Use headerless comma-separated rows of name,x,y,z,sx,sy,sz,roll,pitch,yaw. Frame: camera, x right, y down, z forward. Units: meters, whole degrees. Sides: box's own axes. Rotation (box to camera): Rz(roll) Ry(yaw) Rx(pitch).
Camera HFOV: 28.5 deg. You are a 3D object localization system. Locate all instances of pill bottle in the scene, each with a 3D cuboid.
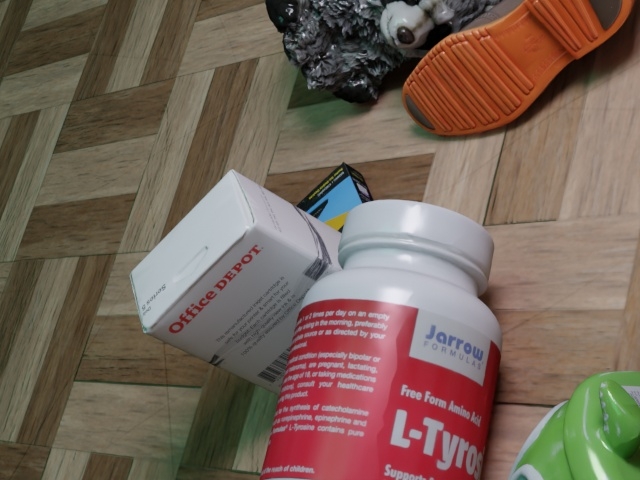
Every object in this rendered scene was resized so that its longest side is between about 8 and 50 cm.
pill bottle,0.070,0.176,1.357,0.229,0.229,0.408,-9,61,45

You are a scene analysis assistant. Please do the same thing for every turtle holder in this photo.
turtle holder,0.296,0.277,1.078,0.320,0.243,0.227,46,124,11

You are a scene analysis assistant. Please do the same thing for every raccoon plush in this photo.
raccoon plush,0.094,-0.400,1.742,0.299,0.216,0.446,-24,50,27

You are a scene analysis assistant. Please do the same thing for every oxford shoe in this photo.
oxford shoe,0.251,-0.244,1.552,0.363,0.130,0.133,-29,14,42

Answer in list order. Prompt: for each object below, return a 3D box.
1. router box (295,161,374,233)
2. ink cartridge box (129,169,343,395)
router box,0.000,0.000,1.696,0.179,0.046,0.133,-43,41,20
ink cartridge box,-0.063,0.064,1.540,0.198,0.273,0.115,-44,41,18
